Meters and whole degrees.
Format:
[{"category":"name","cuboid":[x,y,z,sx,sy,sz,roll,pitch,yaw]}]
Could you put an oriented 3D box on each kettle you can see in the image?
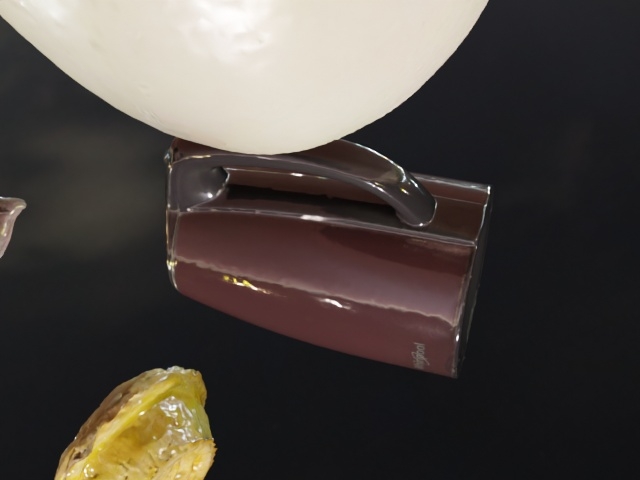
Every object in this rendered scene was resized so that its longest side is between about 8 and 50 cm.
[{"category":"kettle","cuboid":[0.000,0.000,0.882,0.232,0.202,0.144,10,-118,10]}]

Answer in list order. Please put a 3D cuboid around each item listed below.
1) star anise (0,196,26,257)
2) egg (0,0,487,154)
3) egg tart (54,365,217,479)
[{"category":"star anise","cuboid":[-0.475,0.033,1.483,0.257,0.110,0.198,-37,180,12]},{"category":"egg","cuboid":[-0.065,-0.136,0.455,0.264,0.286,0.174,168,-58,-82]},{"category":"egg tart","cuboid":[-0.229,0.285,1.573,0.118,0.288,0.288,37,-113,23]}]
